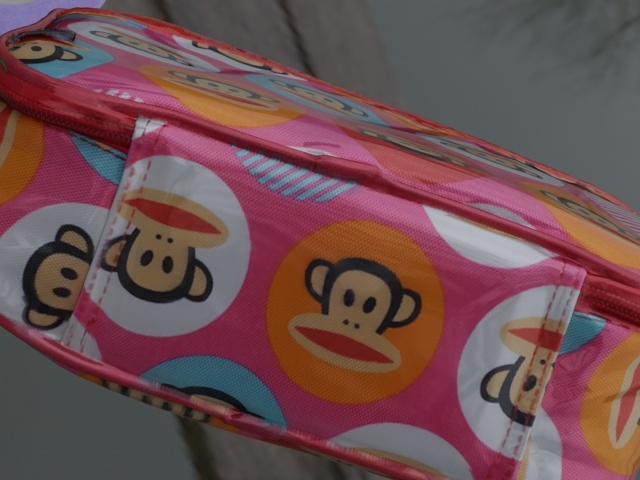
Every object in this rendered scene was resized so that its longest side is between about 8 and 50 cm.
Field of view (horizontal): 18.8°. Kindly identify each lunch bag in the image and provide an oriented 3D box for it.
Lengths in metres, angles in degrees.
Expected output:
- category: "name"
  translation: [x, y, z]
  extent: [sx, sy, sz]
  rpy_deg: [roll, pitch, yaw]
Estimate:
- category: "lunch bag"
  translation: [0.000, 0.000, 0.791]
  extent: [0.293, 0.120, 0.258]
  rpy_deg: [20, 10, -3]

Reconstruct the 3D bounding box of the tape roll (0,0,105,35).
- category: "tape roll"
  translation: [-0.237, -0.218, 1.354]
  extent: [0.189, 0.080, 0.189]
  rpy_deg: [6, 77, -27]
